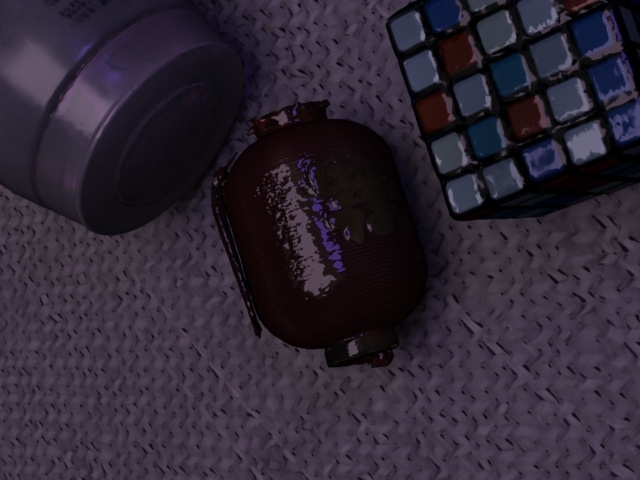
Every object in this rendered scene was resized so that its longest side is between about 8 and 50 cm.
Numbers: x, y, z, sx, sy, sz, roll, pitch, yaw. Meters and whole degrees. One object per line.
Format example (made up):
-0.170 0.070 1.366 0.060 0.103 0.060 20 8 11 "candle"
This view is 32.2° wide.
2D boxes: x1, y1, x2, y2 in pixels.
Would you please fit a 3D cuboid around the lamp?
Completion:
0.000 0.000 1.027 0.180 0.180 0.258 -22 78 32 "lamp"

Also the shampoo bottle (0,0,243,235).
-0.240 -0.163 1.120 0.266 0.273 0.273 40 112 17 "shampoo bottle"

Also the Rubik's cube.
0.190 -0.128 0.895 0.182 0.187 0.184 -21 79 32 "Rubik's cube"
